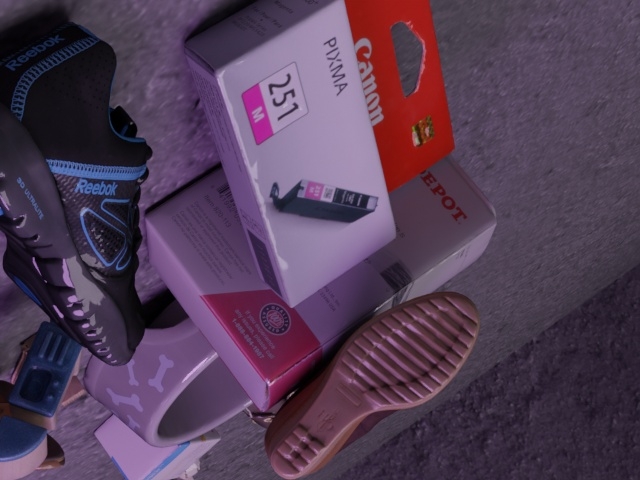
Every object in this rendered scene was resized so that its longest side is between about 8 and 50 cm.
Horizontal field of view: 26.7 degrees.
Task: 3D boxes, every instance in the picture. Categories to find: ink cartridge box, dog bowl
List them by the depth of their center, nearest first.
[{"bbox_3d":[0.025,-0.107,1.167,0.239,0.060,0.275,-33,136,-17],"label":"ink cartridge box"},{"bbox_3d":[0.000,0.000,1.328,0.283,0.207,0.117,-34,164,-17],"label":"ink cartridge box"},{"bbox_3d":[-0.105,0.111,1.588,0.348,0.102,0.349,-36,164,-12],"label":"dog bowl"},{"bbox_3d":[-0.207,0.255,1.761,0.090,0.092,0.143,-42,163,12],"label":"ink cartridge box"}]

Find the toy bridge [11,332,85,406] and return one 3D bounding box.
[{"bbox_3d":[-0.289,0.144,1.410,0.063,0.026,0.188,-32,163,-14],"label":"toy bridge"}]

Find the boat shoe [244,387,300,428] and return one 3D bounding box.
[{"bbox_3d":[-0.064,0.225,1.982,0.116,0.097,0.324,-39,164,1],"label":"boat shoe"}]

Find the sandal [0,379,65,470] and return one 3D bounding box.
[{"bbox_3d":[-0.293,0.166,1.273,0.072,0.180,0.049,-3,112,-26],"label":"sandal"}]

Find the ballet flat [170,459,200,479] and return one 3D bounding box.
[{"bbox_3d":[-0.207,0.325,1.987,0.074,0.074,0.203,-31,161,-26],"label":"ballet flat"}]

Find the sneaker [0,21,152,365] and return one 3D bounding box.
[{"bbox_3d":[-0.171,-0.019,1.006,0.140,0.125,0.341,-46,157,-18],"label":"sneaker"}]

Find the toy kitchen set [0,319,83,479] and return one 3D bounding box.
[{"bbox_3d":[-0.294,0.083,1.181,0.122,0.166,0.207,110,-2,-61],"label":"toy kitchen set"}]

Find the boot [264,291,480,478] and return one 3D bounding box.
[{"bbox_3d":[0.048,0.124,1.297,0.248,0.090,0.207,-41,-179,8],"label":"boot"}]
